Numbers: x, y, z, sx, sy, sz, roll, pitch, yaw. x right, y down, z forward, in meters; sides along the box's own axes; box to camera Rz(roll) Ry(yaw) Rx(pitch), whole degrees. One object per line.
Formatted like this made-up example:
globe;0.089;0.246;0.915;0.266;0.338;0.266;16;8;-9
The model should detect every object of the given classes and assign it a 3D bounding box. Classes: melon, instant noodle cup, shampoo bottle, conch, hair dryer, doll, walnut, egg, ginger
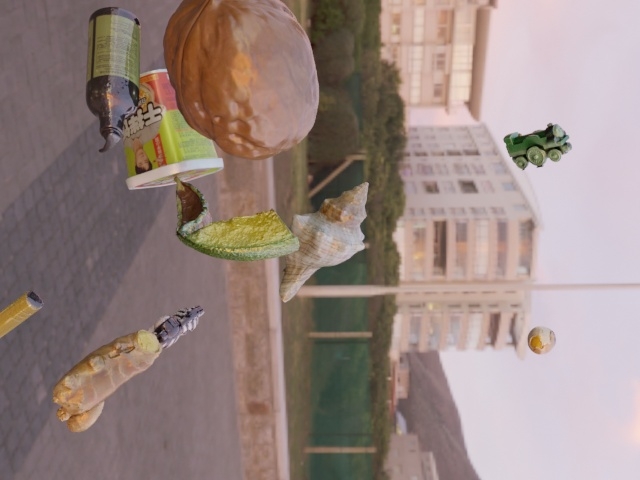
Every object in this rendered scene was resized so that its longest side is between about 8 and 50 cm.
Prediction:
melon;-0.176;-0.013;1.535;0.053;0.261;0.114;125;-39;-73
instant noodle cup;-0.466;-0.332;2.138;0.294;0.293;0.308;-61;137;-88
shampoo bottle;-0.400;-0.308;1.381;0.101;0.101;0.284;86;-1;-68
conch;0.003;0.000;1.911;0.386;0.203;0.169;-53;-172;-4
hair dryer;-0.631;0.188;1.369;0.090;0.278;0.135;14;47;-62
doll;-0.343;0.202;1.665;0.067;0.091;0.219;51;25;0
walnut;-0.166;-0.365;1.561;0.308;0.354;0.398;-47;151;-22
egg;0.570;0.261;1.857;0.083;0.071;0.071;90;0;-46
ginger;-0.359;0.216;1.158;0.115;0.205;0.081;44;-7;-33

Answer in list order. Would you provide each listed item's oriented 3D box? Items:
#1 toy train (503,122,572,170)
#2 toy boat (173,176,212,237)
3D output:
toy train;0.589;-0.257;1.939;0.071;0.178;0.105;-36;106;-38
toy boat;-0.357;-0.084;1.985;0.099;0.108;0.293;45;10;-32
